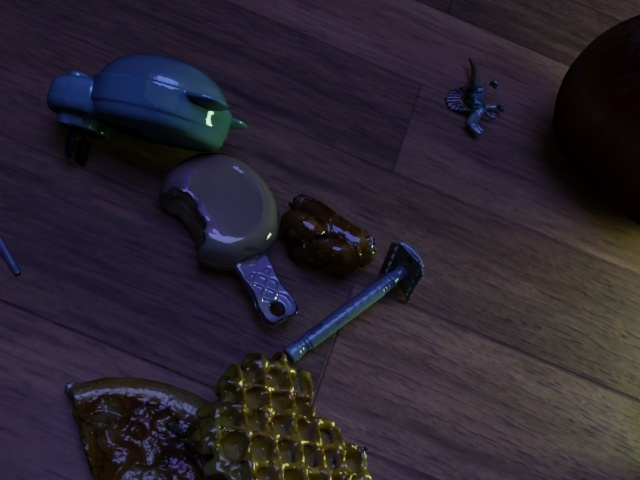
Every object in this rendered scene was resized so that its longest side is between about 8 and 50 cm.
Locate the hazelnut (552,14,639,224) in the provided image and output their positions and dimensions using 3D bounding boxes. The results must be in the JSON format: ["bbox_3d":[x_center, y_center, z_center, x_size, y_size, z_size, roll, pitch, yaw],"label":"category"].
[{"bbox_3d":[0.613,-0.205,1.341,0.359,0.359,0.409,-27,59,-32],"label":"hazelnut"}]

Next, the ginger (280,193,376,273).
[{"bbox_3d":[0.000,0.000,1.148,0.162,0.073,0.103,34,39,16],"label":"ginger"}]

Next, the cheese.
[{"bbox_3d":[-0.120,-0.002,1.102,0.163,0.082,0.286,-17,63,-26],"label":"cheese"}]

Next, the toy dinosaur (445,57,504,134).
[{"bbox_3d":[0.289,-0.277,1.460,0.106,0.044,0.187,-20,64,-12],"label":"toy dinosaur"}]

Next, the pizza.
[{"bbox_3d":[-0.194,0.261,0.903,0.292,0.058,0.197,29,51,3],"label":"pizza"}]

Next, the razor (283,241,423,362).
[{"bbox_3d":[0.044,0.102,1.092,0.232,0.106,0.068,-35,71,-22],"label":"razor"}]

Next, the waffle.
[{"bbox_3d":[-0.032,0.257,0.927,0.253,0.056,0.249,37,32,-3],"label":"waffle"}]

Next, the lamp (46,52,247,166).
[{"bbox_3d":[-0.263,-0.198,1.129,0.284,0.209,0.147,-6,83,7],"label":"lamp"}]

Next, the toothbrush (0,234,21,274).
[{"bbox_3d":[-0.453,-0.017,1.048,0.011,0.014,0.167,-24,68,-32],"label":"toothbrush"}]
